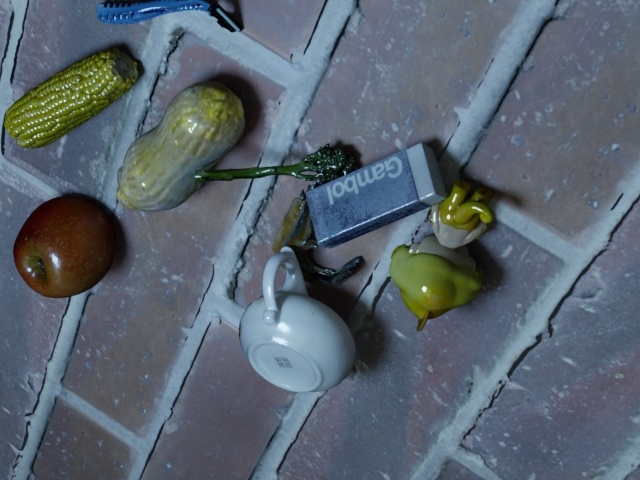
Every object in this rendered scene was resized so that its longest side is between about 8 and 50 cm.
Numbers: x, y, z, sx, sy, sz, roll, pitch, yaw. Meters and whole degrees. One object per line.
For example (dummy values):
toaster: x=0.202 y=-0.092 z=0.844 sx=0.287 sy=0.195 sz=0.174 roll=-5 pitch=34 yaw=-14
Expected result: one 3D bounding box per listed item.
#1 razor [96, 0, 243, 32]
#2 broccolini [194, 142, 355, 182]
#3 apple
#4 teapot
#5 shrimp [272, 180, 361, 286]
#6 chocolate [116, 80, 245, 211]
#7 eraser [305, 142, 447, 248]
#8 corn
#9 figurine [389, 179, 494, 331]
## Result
razor: x=-0.242 y=-0.355 z=1.872 sx=0.253 sy=0.042 sz=0.082 roll=5 pitch=164 yaw=29
broccolini: x=-0.071 y=-0.105 z=1.873 sx=0.255 sy=0.057 sz=0.071 roll=-7 pitch=89 yaw=1
apple: x=-0.464 y=0.012 z=2.173 sx=0.181 sy=0.168 sz=0.181 roll=17 pitch=124 yaw=27
teapot: x=-0.038 y=0.155 z=2.019 sx=0.204 sy=0.139 sz=0.298 roll=9 pitch=138 yaw=27
shrimp: x=0.000 y=0.000 z=1.972 sx=0.152 sy=0.046 sz=0.219 roll=29 pitch=135 yaw=10
chocolate: x=-0.227 y=-0.145 z=1.952 sx=0.134 sy=0.134 sz=0.309 roll=46 pitch=129 yaw=-6
eraser: x=0.081 y=-0.067 z=1.824 sx=0.213 sy=0.046 sz=0.091 roll=-24 pitch=69 yaw=26
corn: x=-0.431 y=-0.231 z=2.025 sx=0.310 sy=0.101 sz=0.101 roll=-21 pitch=109 yaw=40
figurine: x=0.190 y=0.026 z=1.841 sx=0.156 sy=0.131 sz=0.246 roll=16 pitch=119 yaw=0
